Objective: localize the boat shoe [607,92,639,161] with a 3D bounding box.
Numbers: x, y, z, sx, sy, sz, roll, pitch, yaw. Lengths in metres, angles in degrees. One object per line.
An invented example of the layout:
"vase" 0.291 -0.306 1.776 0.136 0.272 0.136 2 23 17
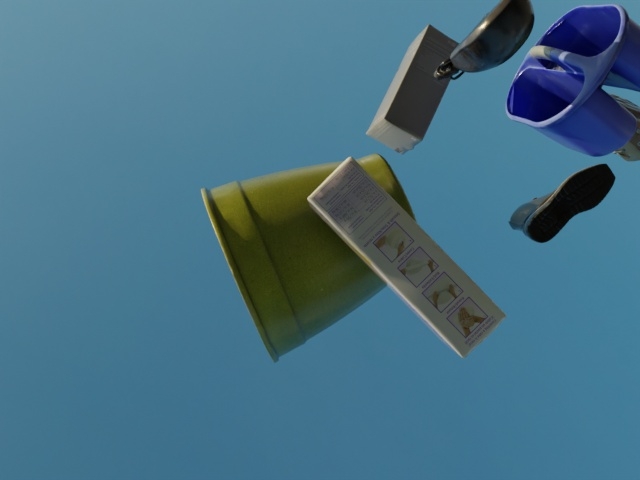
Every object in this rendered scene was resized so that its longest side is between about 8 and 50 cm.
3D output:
"boat shoe" 0.680 -0.224 1.752 0.324 0.116 0.123 20 -156 -13

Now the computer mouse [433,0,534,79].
"computer mouse" 0.278 -0.321 1.283 0.072 0.272 0.188 44 -86 -3

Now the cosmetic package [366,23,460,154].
"cosmetic package" 0.199 -0.312 1.707 0.107 0.127 0.238 31 -107 -8

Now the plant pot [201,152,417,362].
"plant pot" 0.000 0.000 1.594 0.353 0.366 0.366 -23 -114 -3

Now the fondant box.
"fondant box" 0.125 0.025 1.288 0.330 0.238 0.096 45 -90 0

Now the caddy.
"caddy" 0.456 -0.294 1.449 0.179 0.241 0.341 31 -172 -14

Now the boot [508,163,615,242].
"boot" 0.455 -0.082 1.569 0.198 0.137 0.077 -35 -78 -1
